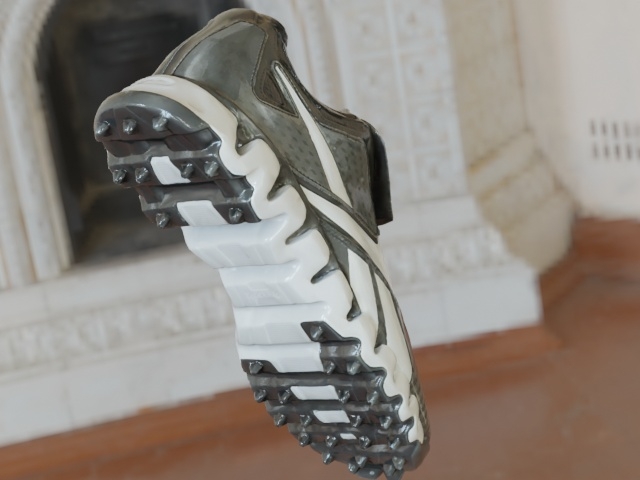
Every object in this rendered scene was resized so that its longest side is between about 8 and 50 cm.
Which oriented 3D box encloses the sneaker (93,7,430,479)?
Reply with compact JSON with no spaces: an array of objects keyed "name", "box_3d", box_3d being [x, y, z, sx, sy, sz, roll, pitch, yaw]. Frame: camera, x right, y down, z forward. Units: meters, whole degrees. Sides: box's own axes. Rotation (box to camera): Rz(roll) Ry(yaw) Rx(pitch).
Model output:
[{"name":"sneaker","box_3d":[0.000,0.000,0.764,0.078,0.234,0.106,-1,43,38]}]
